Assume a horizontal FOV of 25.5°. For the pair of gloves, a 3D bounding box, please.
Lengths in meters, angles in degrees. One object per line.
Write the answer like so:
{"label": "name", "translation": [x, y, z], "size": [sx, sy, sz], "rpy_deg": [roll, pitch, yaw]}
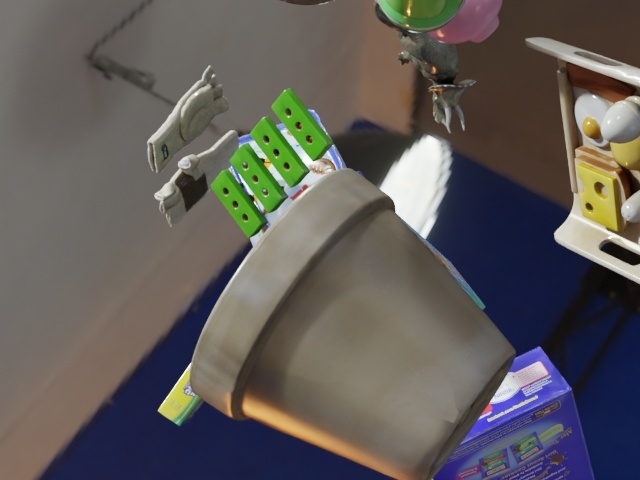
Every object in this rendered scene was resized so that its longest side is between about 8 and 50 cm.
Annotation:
{"label": "pair of gloves", "translation": [-0.216, -0.151, 2.351], "size": [0.204, 0.042, 0.240], "rpy_deg": [-52, -25, -28]}

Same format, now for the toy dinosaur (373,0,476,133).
{"label": "toy dinosaur", "translation": [0.198, -0.352, 2.565], "size": [0.121, 0.160, 0.313], "rpy_deg": [-39, -40, -8]}

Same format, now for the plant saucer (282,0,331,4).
{"label": "plant saucer", "translation": [-0.018, -0.535, 2.380], "size": [0.277, 0.278, 0.041], "rpy_deg": [-63, 18, 7]}

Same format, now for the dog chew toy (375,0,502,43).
{"label": "dog chew toy", "translation": [0.129, -0.414, 2.001], "size": [0.206, 0.332, 0.206], "rpy_deg": [-41, 10, 9]}

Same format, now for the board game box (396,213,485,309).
{"label": "board game box", "translation": [0.127, 0.017, 1.998], "size": [0.047, 0.210, 0.160], "rpy_deg": [-46, 25, 7]}

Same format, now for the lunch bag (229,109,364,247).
{"label": "lunch bag", "translation": [0.000, 0.000, 2.595], "size": [0.239, 0.385, 0.327], "rpy_deg": [-23, -52, -1]}

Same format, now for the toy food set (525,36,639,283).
{"label": "toy food set", "translation": [0.357, -0.095, 1.774], "size": [0.092, 0.220, 0.306], "rpy_deg": [-29, -55, -24]}

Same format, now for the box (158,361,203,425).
{"label": "box", "translation": [-0.153, 0.173, 1.970], "size": [0.179, 0.043, 0.105], "rpy_deg": [-57, -4, -1]}

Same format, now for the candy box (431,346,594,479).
{"label": "candy box", "translation": [0.305, 0.363, 2.383], "size": [0.268, 0.122, 0.317], "rpy_deg": [-25, -47, -4]}

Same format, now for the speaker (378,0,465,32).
{"label": "speaker", "translation": [0.129, -0.367, 1.748], "size": [0.131, 0.131, 0.296], "rpy_deg": [-56, -10, -12]}

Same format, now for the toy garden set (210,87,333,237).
{"label": "toy garden set", "translation": [-0.040, -0.082, 2.159], "size": [0.049, 0.203, 0.244], "rpy_deg": [-25, -17, -46]}

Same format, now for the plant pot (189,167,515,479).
{"label": "plant pot", "translation": [0.057, 0.125, 1.618], "size": [0.323, 0.280, 0.323], "rpy_deg": [-51, -14, -18]}
